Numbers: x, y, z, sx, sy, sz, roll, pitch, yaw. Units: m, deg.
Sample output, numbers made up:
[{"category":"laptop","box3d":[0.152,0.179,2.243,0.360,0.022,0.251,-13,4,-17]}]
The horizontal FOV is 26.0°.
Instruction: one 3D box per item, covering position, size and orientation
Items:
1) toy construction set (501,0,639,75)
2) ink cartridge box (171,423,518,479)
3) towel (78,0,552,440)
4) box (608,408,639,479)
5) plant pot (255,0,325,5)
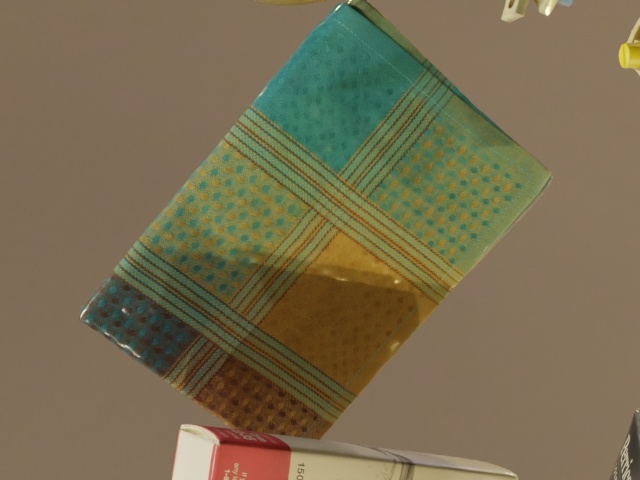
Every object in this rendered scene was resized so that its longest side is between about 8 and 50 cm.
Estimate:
[{"category":"toy construction set","box3d":[0.333,-0.283,1.547,0.327,0.215,0.151,17,-170,-31]},{"category":"ink cartridge box","box3d":[0.013,0.276,1.178,0.283,0.117,0.207,10,-96,-21]},{"category":"towel","box3d":[0.000,0.000,1.242,0.271,0.370,0.040,40,-177,-25]},{"category":"box","box3d":[0.205,0.294,0.718,0.182,0.294,0.296,17,-159,2]},{"category":"plant pot","box3d":[-0.001,-0.284,1.337,0.095,0.134,0.134,17,-135,18]}]
